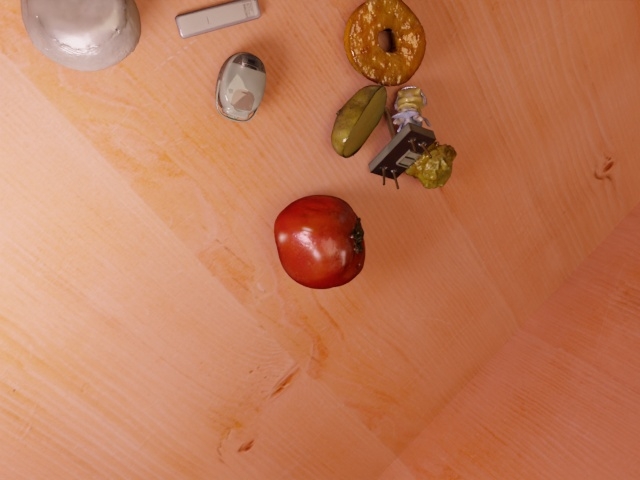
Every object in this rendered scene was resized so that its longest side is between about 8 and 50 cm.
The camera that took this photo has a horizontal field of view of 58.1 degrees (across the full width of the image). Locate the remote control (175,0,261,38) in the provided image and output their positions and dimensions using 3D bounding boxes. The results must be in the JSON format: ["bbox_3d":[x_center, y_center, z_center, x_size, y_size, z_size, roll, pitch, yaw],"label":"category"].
[{"bbox_3d":[-0.302,-0.666,1.716,0.260,0.029,0.067,-23,117,-17],"label":"remote control"}]

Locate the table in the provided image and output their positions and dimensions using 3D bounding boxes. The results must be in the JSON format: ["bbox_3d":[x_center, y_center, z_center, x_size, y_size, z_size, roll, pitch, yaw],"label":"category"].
[{"bbox_3d":[0.295,-0.288,2.050,0.121,0.111,0.240,11,142,-31],"label":"table"}]

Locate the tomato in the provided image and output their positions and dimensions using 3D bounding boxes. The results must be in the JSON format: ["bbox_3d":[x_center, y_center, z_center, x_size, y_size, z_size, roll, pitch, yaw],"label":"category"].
[{"bbox_3d":[0.000,0.000,1.946,0.289,0.325,0.293,-4,123,21],"label":"tomato"}]

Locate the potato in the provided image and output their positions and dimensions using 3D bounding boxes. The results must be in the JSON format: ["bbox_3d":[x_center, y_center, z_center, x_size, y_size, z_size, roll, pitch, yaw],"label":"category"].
[{"bbox_3d":[0.117,-0.419,1.979,0.272,0.111,0.160,-58,160,1],"label":"potato"}]

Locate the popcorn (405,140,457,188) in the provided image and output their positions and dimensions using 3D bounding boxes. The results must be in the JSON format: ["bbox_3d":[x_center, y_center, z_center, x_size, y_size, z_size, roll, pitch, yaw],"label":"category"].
[{"bbox_3d":[0.419,-0.288,2.164,0.197,0.155,0.198,-37,152,-23],"label":"popcorn"}]

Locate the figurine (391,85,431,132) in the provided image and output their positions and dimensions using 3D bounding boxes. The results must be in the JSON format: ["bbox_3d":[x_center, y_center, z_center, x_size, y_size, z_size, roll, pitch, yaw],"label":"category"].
[{"bbox_3d":[0.321,-0.457,2.049,0.128,0.208,0.184,-6,99,20],"label":"figurine"}]

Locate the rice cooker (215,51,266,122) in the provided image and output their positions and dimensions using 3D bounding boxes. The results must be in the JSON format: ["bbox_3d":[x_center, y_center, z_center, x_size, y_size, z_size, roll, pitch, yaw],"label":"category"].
[{"bbox_3d":[-0.246,-0.470,1.759,0.145,0.127,0.207,11,106,-30],"label":"rice cooker"}]

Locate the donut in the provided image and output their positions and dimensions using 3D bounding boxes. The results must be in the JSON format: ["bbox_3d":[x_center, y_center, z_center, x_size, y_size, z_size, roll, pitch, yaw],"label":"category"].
[{"bbox_3d":[0.208,-0.669,1.943,0.302,0.110,0.303,-8,109,-25],"label":"donut"}]

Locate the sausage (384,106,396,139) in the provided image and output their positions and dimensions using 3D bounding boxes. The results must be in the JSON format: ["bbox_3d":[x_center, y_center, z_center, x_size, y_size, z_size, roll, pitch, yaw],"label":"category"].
[{"bbox_3d":[0.256,-0.423,2.106,0.024,0.024,0.133,-30,119,-16],"label":"sausage"}]

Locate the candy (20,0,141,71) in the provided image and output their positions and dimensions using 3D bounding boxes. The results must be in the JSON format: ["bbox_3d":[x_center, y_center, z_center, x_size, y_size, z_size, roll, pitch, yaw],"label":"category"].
[{"bbox_3d":[-0.613,-0.576,1.487,0.295,0.185,0.296,-3,107,-10],"label":"candy"}]
